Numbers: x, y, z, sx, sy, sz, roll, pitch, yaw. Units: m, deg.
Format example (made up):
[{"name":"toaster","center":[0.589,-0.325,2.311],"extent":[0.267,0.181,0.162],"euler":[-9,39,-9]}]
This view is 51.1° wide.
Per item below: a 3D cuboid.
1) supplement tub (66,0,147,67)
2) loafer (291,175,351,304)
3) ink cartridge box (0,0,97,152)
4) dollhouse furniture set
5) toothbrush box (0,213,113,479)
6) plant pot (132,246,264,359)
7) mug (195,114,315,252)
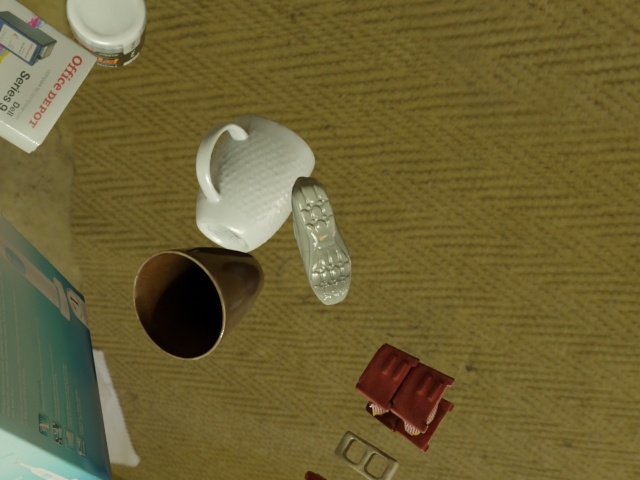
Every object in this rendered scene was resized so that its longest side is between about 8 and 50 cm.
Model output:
[{"name":"supplement tub","center":[-0.561,-0.571,1.772],"extent":[0.194,0.316,0.193],"euler":[-1,92,-15]},{"name":"loafer","center":[0.000,0.000,1.561],"extent":[0.112,0.111,0.319],"euler":[-14,115,-8]},{"name":"ink cartridge box","center":[-0.436,-0.240,0.893],"extent":[0.212,0.154,0.093],"euler":[36,163,-27]},{"name":"dollhouse furniture set","center":[0.098,0.405,1.270],"extent":[0.152,0.374,0.201],"euler":[29,163,23]},{"name":"toothbrush box","center":[-0.297,0.088,0.544],"extent":[0.126,0.216,0.295],"euler":[-19,149,-4]},{"name":"plant pot","center":[-0.217,0.100,1.354],"extent":[0.216,0.230,0.215],"euler":[7,105,26]},{"name":"mug","center":[-0.222,-0.170,1.874],"extent":[0.276,0.327,0.374],"euler":[11,154,31]}]
